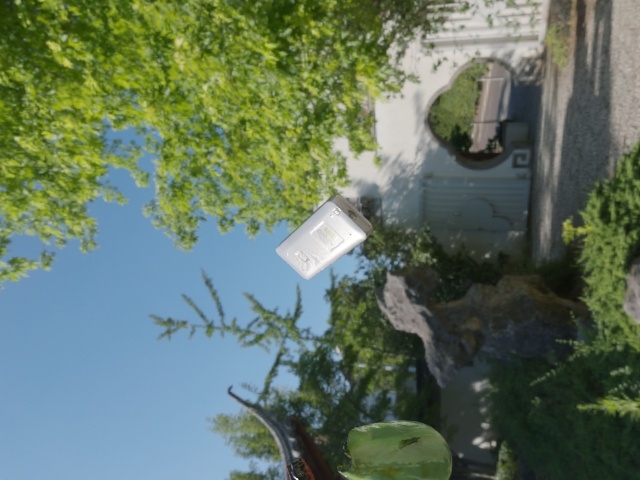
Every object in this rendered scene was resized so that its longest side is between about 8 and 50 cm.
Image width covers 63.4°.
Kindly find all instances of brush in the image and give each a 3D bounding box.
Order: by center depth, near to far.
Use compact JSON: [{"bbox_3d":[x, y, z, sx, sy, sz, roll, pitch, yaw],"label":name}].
[{"bbox_3d":[-0.040,0.531,1.144,0.070,0.051,0.323,57,167,26],"label":"brush"}]

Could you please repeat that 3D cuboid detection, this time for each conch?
[{"bbox_3d":[0.138,0.405,0.984,0.137,0.251,0.143,125,160,-53],"label":"conch"}]

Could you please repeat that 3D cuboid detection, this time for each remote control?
[{"bbox_3d":[0.000,0.000,1.021,0.034,0.103,0.250,-51,6,-36],"label":"remote control"}]
